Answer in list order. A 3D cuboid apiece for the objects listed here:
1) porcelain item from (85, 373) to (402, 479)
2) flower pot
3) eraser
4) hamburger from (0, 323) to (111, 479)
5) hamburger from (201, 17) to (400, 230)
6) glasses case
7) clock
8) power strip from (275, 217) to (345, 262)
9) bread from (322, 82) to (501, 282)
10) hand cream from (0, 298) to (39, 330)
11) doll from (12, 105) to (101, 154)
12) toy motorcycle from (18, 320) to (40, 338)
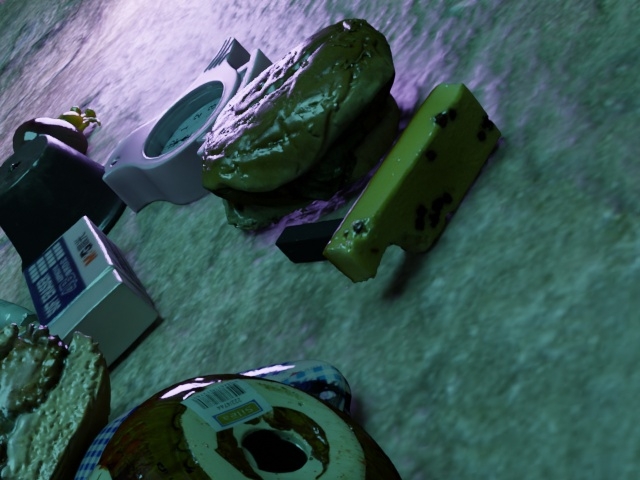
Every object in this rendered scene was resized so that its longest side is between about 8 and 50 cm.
[{"bbox_3d":[-0.058,0.226,0.730,0.253,0.253,0.253,-31,31,21],"label":"porcelain item"},{"bbox_3d":[-0.429,-0.069,1.616,0.235,0.148,0.235,-30,30,20],"label":"flower pot"},{"bbox_3d":[-0.306,0.069,1.346,0.124,0.081,0.279,-44,29,-3],"label":"eraser"},{"bbox_3d":[-0.323,0.231,1.056,0.245,0.155,0.282,-41,-31,-75],"label":"hamburger"},{"bbox_3d":[-0.030,-0.145,1.237,0.285,0.134,0.265,-32,33,15],"label":"hamburger"},{"bbox_3d":[-0.109,0.191,0.946,0.327,0.076,0.125,-20,35,34],"label":"glasses case"},{"bbox_3d":[-0.175,-0.179,1.517,0.275,0.080,0.290,-13,40,42],"label":"clock"},{"bbox_3d":[0.000,0.000,1.106,0.111,0.038,0.029,-6,44,46],"label":"power strip"},{"bbox_3d":[0.094,-0.049,1.006,0.049,0.088,0.226,7,56,50],"label":"bread"},{"bbox_3d":[-0.473,0.104,1.484,0.205,0.078,0.050,15,99,38],"label":"hand cream"},{"bbox_3d":[-0.480,-0.188,1.909,0.145,0.096,0.188,29,42,35],"label":"doll"},{"bbox_3d":[-0.487,0.213,1.358,0.340,0.108,0.223,-29,23,22],"label":"toy motorcycle"}]
